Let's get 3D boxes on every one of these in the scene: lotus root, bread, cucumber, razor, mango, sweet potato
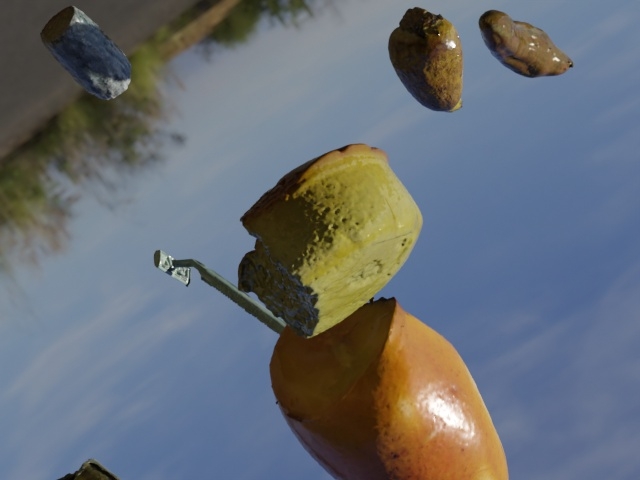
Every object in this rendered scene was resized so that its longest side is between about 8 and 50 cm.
[{"bbox_3d":[0.169,-0.253,2.213,0.108,0.190,0.094,-6,-139,24],"label":"lotus root"},{"bbox_3d":[0.008,-0.004,1.008,0.125,0.086,0.156,-32,162,-15],"label":"bread"},{"bbox_3d":[-0.254,-0.202,1.601,0.064,0.112,0.064,-14,-122,22],"label":"cucumber"},{"bbox_3d":[-0.104,0.069,1.802,0.036,0.211,0.084,-61,154,-4],"label":"razor"},{"bbox_3d":[0.073,0.165,1.230,0.138,0.257,0.187,-52,-150,-15],"label":"mango"},{"bbox_3d":[0.198,-0.205,1.526,0.053,0.054,0.182,-25,160,27],"label":"sweet potato"}]

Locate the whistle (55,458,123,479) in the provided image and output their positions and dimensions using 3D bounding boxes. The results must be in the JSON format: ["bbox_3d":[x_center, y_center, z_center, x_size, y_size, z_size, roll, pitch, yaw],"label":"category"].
[{"bbox_3d":[-0.166,0.296,1.460,0.068,0.057,0.326,-18,-152,-34],"label":"whistle"}]
